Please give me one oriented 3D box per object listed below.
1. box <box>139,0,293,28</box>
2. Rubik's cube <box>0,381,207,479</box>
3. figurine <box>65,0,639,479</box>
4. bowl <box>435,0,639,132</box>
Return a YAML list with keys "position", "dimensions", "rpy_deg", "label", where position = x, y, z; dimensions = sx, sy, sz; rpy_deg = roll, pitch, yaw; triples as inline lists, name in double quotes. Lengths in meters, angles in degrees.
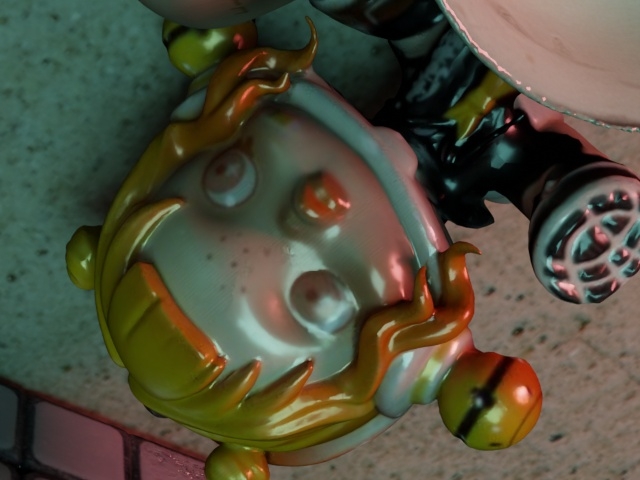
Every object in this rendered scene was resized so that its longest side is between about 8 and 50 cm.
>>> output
- position: [-0.035, -0.164, 0.645]
  dimensions: [0.146, 0.200, 0.088]
  rpy_deg: [-24, 90, 3]
  label: "box"
- position: [-0.262, 0.306, 0.831]
  dimensions: [0.343, 0.337, 0.344]
  rpy_deg: [23, 113, -21]
  label: "Rubik's cube"
- position: [0.002, 0.000, 0.779]
  dimensions: [0.323, 0.196, 0.320]
  rpy_deg: [-36, 76, 3]
  label: "figurine"
- position: [0.161, -0.221, 0.684]
  dimensions: [0.313, 0.146, 0.314]
  rpy_deg: [-5, 108, -15]
  label: "bowl"
